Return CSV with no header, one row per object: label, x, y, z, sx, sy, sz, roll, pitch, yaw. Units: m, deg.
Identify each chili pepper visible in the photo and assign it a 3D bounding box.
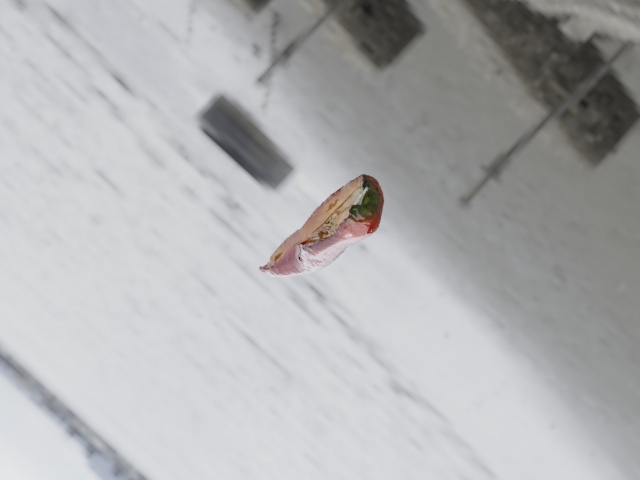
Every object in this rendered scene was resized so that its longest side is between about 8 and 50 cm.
chili pepper,0.000,0.000,1.120,0.027,0.045,0.178,27,151,-17
